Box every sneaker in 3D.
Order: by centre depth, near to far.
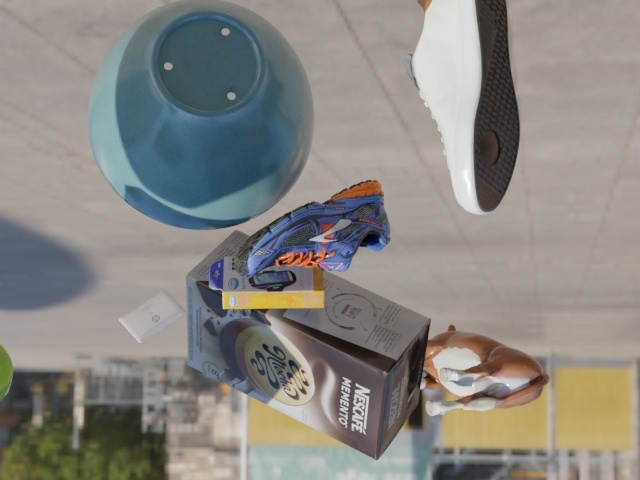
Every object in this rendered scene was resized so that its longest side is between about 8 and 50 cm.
[{"bbox_3d":[0.000,0.000,1.458,0.221,0.087,0.083,-23,175,-31],"label":"sneaker"},{"bbox_3d":[0.168,-0.172,1.550,0.123,0.290,0.106,-5,173,41],"label":"sneaker"}]

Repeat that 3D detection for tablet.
[{"bbox_3d":[-0.243,0.108,1.832,0.083,0.054,0.006,-34,151,-23],"label":"tablet"}]

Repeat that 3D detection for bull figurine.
[{"bbox_3d":[0.204,0.192,1.899,0.188,0.101,0.310,-10,-175,-26],"label":"bull figurine"}]

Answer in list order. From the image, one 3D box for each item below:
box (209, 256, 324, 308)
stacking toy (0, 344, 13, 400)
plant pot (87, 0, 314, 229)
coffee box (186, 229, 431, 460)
[{"bbox_3d":[-0.064,0.050,1.518,0.136,0.028,0.081,-2,-149,-1],"label":"box"},{"bbox_3d":[-0.567,0.098,1.808,0.279,0.309,0.130,9,133,-27],"label":"stacking toy"},{"bbox_3d":[-0.140,-0.178,1.544,0.290,0.290,0.195,1,165,-8],"label":"plant pot"},{"bbox_3d":[-0.020,0.132,1.629,0.297,0.168,0.119,23,-136,22],"label":"coffee box"}]
